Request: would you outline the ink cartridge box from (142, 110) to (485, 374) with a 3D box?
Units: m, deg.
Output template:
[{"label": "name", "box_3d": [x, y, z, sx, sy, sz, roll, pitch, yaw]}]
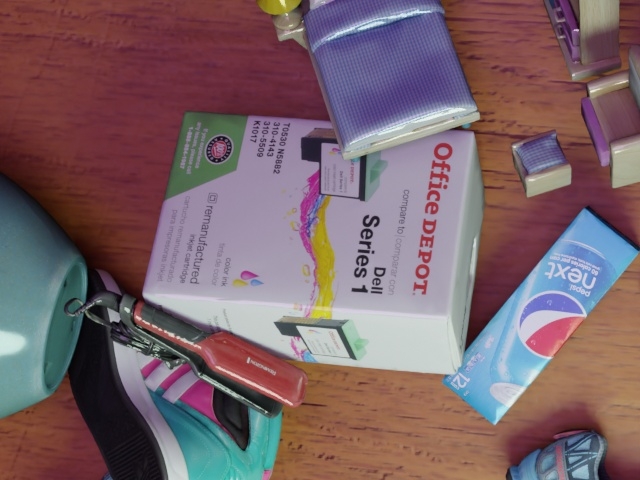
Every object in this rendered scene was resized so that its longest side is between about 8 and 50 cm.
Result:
[{"label": "ink cartridge box", "box_3d": [0.000, 0.000, 1.645, 0.278, 0.117, 0.201, 4, 61, 10]}]

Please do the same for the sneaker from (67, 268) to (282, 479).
[{"label": "sneaker", "box_3d": [-0.124, 0.142, 1.718, 0.124, 0.178, 0.295, -60, 42, 35]}]

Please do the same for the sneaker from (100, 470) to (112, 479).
[{"label": "sneaker", "box_3d": [-0.225, 0.326, 1.742, 0.110, 0.122, 0.283, 25, 97, 8]}]

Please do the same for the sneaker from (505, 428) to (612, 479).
[{"label": "sneaker", "box_3d": [0.290, 0.288, 1.655, 0.125, 0.104, 0.262, -38, 86, 8]}]

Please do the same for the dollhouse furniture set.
[{"label": "dollhouse furniture set", "box_3d": [0.108, -0.179, 1.547, 0.303, 0.198, 0.286, -16, 59, 1]}]

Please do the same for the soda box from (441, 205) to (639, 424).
[{"label": "soda box", "box_3d": [0.205, 0.069, 1.674, 0.067, 0.071, 0.210, 39, 99, 7]}]

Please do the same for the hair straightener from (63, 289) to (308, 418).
[{"label": "hair straightener", "box_3d": [-0.129, 0.104, 1.613, 0.230, 0.089, 0.047, 23, 59, -21]}]

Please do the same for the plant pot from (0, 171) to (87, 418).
[{"label": "plant pot", "box_3d": [-0.329, 0.059, 1.668, 0.195, 0.290, 0.290, 13, 95, 6]}]
